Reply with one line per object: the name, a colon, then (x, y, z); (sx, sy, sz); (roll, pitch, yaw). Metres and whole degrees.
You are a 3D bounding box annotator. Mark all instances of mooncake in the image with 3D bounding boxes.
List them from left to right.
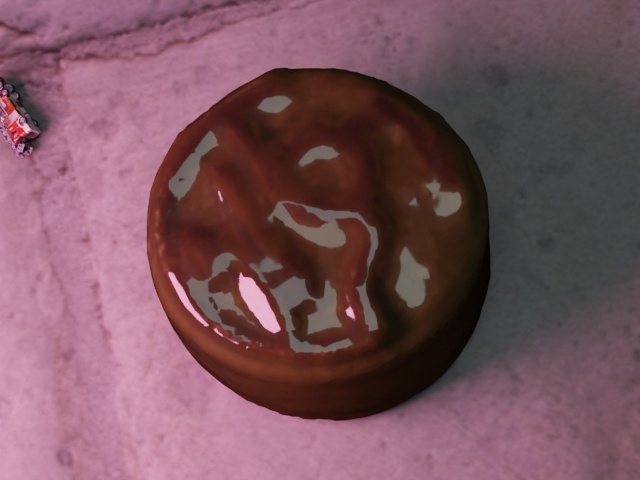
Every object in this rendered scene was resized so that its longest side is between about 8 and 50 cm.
mooncake: (0.000, 0.000, 1.370); (0.284, 0.155, 0.284); (-1, 71, 3)

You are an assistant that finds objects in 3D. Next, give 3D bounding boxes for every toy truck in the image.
toy truck: (-0.280, -0.113, 1.495); (0.032, 0.024, 0.083); (-41, 69, 11)
